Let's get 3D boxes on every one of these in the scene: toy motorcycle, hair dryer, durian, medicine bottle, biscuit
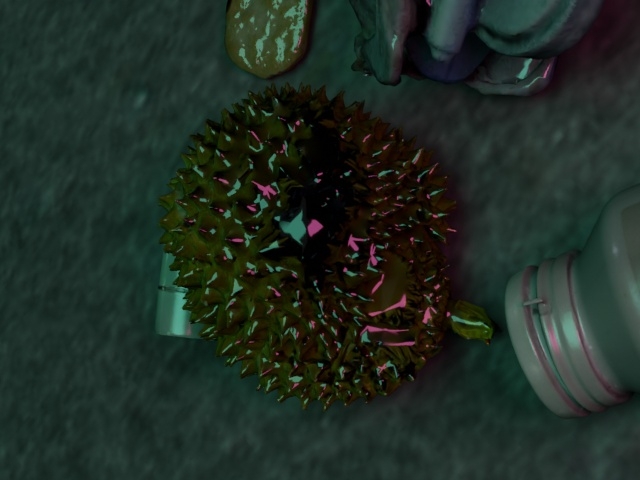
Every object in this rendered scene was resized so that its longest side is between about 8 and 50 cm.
[{"bbox_3d":[0.071,-0.251,0.856,0.241,0.182,0.319,-3,86,29],"label":"toy motorcycle"},{"bbox_3d":[-0.051,0.033,0.984,0.137,0.047,0.082,7,88,24],"label":"hair dryer"},{"bbox_3d":[0.000,0.000,0.884,0.237,0.138,0.193,21,74,18],"label":"durian"},{"bbox_3d":[0.217,0.024,0.778,0.215,0.135,0.135,-24,75,26],"label":"medicine bottle"},{"bbox_3d":[-0.034,-0.189,1.006,0.071,0.018,0.147,7,88,27],"label":"biscuit"}]
